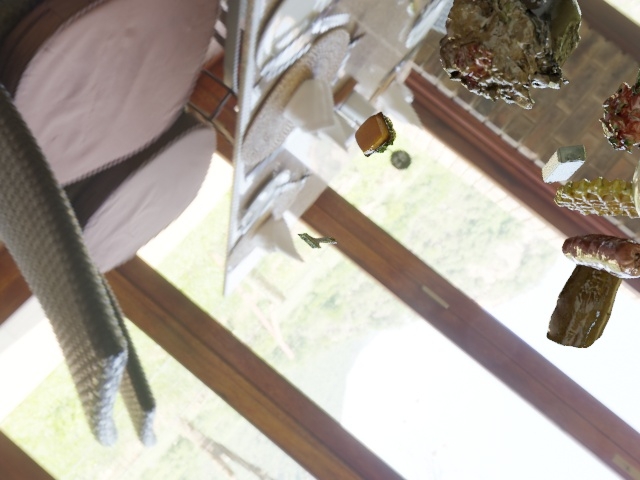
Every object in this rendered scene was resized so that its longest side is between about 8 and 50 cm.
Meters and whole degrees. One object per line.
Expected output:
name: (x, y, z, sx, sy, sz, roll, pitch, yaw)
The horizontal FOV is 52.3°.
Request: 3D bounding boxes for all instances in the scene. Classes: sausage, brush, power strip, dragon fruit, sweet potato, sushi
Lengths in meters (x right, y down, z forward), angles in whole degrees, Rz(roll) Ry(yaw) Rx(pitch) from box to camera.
sausage: (0.620, 0.027, 1.436, 0.088, 0.088, 0.433, -51, 180, 5)
brush: (0.000, 0.000, 2.193, 0.010, 0.082, 0.218, -55, 157, 19)
power strip: (0.711, -0.223, 1.909, 0.272, 0.078, 0.052, 43, 42, -78)
dragon fruit: (0.772, -0.333, 1.602, 0.137, 0.135, 0.235, -77, 168, -66)
sweet potato: (0.795, 0.147, 1.919, 0.158, 0.158, 0.369, 32, 80, -86)
sushi: (0.348, -0.381, 1.213, 0.219, 0.238, 0.225, -33, 133, -21)

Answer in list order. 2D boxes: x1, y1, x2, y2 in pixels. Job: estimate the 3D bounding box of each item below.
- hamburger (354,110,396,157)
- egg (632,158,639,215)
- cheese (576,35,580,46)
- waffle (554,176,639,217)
hamburger: (0.200, -0.369, 2.308, 0.087, 0.137, 0.166, -10, 165, -38)
egg: (0.773, -0.082, 1.369, 0.206, 0.271, 0.161, -87, -169, -75)
cheese: (0.726, -0.710, 2.064, 0.050, 0.235, 0.127, 134, -24, -62)
waffle: (0.696, -0.113, 1.650, 0.229, 0.219, 0.057, 20, 80, -51)
